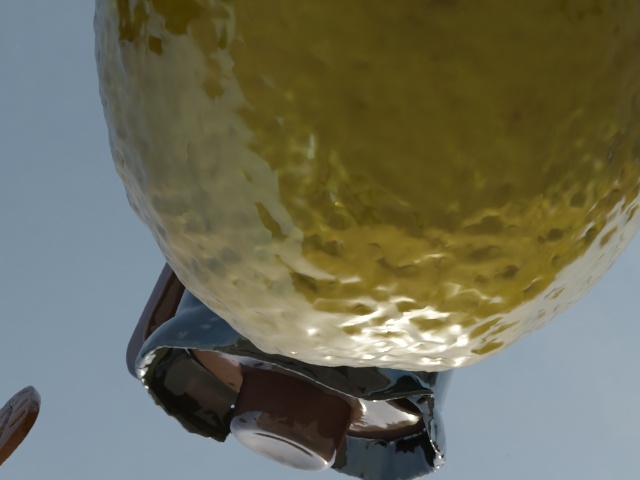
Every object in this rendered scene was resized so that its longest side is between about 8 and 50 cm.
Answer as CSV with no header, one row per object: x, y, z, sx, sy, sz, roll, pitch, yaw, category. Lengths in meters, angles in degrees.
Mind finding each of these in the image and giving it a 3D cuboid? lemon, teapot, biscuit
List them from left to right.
-0.231,0.140,0.916,0.015,0.091,0.078,43,-91,-16,biscuit
0.000,0.000,1.005,0.305,0.376,0.362,40,-122,-31,teapot
0.023,-0.061,0.408,0.192,0.192,0.231,-11,-48,-24,lemon
